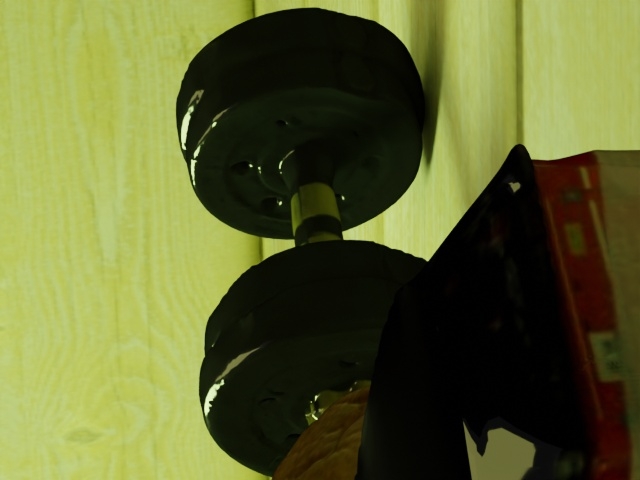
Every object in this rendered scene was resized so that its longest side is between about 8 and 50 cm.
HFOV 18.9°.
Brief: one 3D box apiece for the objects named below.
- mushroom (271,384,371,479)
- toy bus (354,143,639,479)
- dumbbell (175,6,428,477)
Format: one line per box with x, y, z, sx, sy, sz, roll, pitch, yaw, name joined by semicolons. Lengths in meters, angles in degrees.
0.065;0.161;0.965;0.233;0.208;0.302;-49;8;13;mushroom
0.094;0.098;0.681;0.303;0.147;0.127;94;169;-54;toy bus
0.000;0.000;1.303;0.185;0.185;0.388;95;169;-50;dumbbell
